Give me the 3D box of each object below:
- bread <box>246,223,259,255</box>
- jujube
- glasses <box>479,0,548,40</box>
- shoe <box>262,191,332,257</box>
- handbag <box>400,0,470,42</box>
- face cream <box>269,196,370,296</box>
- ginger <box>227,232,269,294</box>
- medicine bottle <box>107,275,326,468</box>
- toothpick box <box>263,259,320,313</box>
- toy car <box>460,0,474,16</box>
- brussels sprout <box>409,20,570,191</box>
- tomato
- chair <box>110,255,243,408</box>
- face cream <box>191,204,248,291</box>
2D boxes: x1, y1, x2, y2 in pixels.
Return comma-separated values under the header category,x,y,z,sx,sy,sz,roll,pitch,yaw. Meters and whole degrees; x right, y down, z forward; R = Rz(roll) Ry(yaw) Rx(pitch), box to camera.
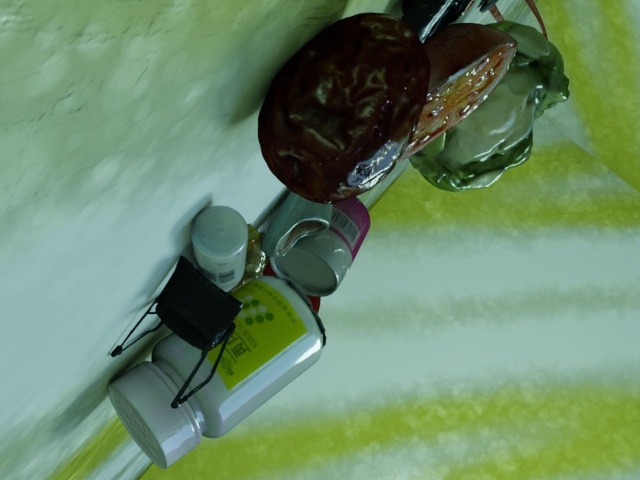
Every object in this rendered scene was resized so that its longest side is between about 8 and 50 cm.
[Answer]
category,x,y,z,sx,sy,sz,roll,pitch,yaw
bread,-0.159,0.021,1.283,0.090,0.035,0.094,-53,174,27
jujube,0.030,-0.159,0.863,0.243,0.183,0.183,-56,178,-26
glasses,0.568,-0.598,1.937,0.118,0.268,0.234,-29,-167,44
shoe,-0.022,-0.061,1.427,0.251,0.100,0.103,-57,171,-15
handbag,0.227,-0.433,1.130,0.244,0.088,0.275,-51,179,38
face cream,0.000,0.000,1.559,0.195,0.175,0.175,-59,-179,-37
ginger,-0.151,0.060,1.521,0.149,0.065,0.259,-61,174,-48
medicine bottle,-0.191,0.241,1.340,0.378,0.213,0.213,-34,167,-31
toothpick box,-0.119,0.189,1.884,0.204,0.204,0.333,-49,174,-18
toy car,0.301,-0.506,1.402,0.073,0.054,0.143,-43,170,-49
brussels sprout,0.365,-0.339,1.706,0.425,0.342,0.361,-48,-157,17
tomato,0.204,-0.300,1.360,0.338,0.144,0.338,-33,166,-9
chair,-0.203,0.127,1.124,0.221,0.140,0.145,-56,173,21
face cream,-0.155,0.026,1.093,0.082,0.082,0.269,-49,173,-18
